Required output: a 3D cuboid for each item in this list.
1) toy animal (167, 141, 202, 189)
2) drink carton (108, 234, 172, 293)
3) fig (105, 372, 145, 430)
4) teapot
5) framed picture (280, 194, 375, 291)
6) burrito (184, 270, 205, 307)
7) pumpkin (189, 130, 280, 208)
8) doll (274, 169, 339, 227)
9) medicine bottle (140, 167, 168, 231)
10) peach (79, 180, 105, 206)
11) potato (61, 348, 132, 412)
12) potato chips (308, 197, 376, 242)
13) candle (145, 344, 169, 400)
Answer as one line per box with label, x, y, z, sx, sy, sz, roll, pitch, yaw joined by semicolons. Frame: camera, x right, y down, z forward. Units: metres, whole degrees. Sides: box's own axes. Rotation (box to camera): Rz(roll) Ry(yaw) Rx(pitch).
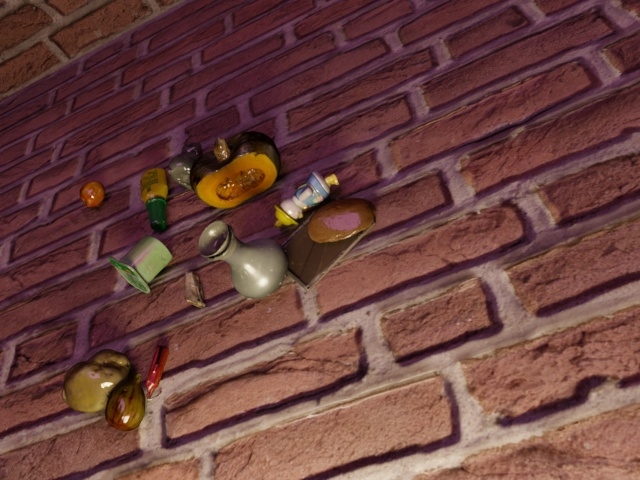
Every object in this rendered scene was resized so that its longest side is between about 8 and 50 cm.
toy animal;-0.485;-0.308;2.103;0.108;0.138;0.236;-42;38;43
drink carton;-0.570;0.070;1.844;0.146;0.144;0.142;16;54;37
fig;-0.516;0.433;1.532;0.109;0.103;0.154;16;64;15
teapot;-0.214;0.048;1.561;0.184;0.251;0.183;-19;55;29
framed picture;0.000;0.000;1.650;0.281;0.019;0.209;-44;46;-8
burrito;-0.389;0.151;1.731;0.055;0.041;0.149;-20;46;-4
pumpkin;-0.292;-0.241;1.868;0.317;0.222;0.139;-23;48;13
doll;-0.052;-0.125;1.717;0.241;0.099;0.135;-43;34;4
medicine bottle;-0.604;-0.151;2.073;0.111;0.076;0.309;-32;45;12
peach;-0.904;-0.186;2.261;0.101;0.100;0.100;-15;49;18
potato;-0.635;0.402;1.610;0.200;0.137;0.154;-30;17;5
potato chips;0.058;-0.068;1.625;0.202;0.049;0.150;-8;55;14
candle;-0.460;0.374;1.598;0.053;0.048;0.162;-42;32;46
